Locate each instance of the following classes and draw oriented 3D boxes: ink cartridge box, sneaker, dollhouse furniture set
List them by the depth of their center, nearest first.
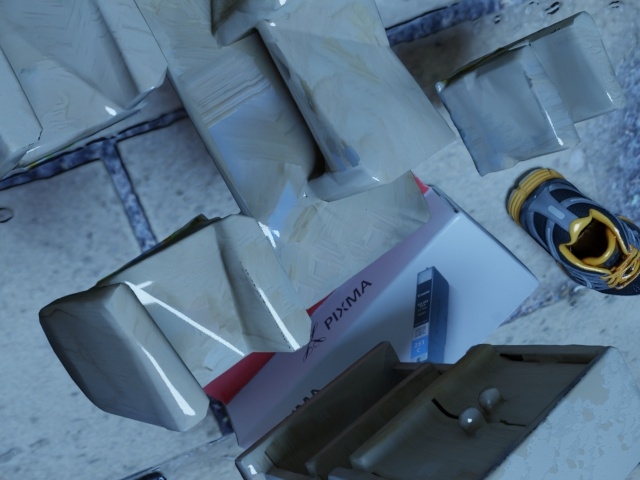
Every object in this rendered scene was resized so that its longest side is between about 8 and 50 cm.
[{"bbox_3d":[0.000,0.000,0.510,0.362,0.256,0.394,-34,101,-31],"label":"dollhouse furniture set"},{"bbox_3d":[0.016,0.070,0.706,0.261,0.066,0.296,35,102,-33],"label":"ink cartridge box"},{"bbox_3d":[0.273,0.010,0.756,0.215,0.083,0.084,26,106,-32],"label":"sneaker"}]

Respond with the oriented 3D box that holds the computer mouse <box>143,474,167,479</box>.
[{"bbox_3d":[-0.193,0.327,0.790,0.106,0.042,0.193,-13,122,-14],"label":"computer mouse"}]
